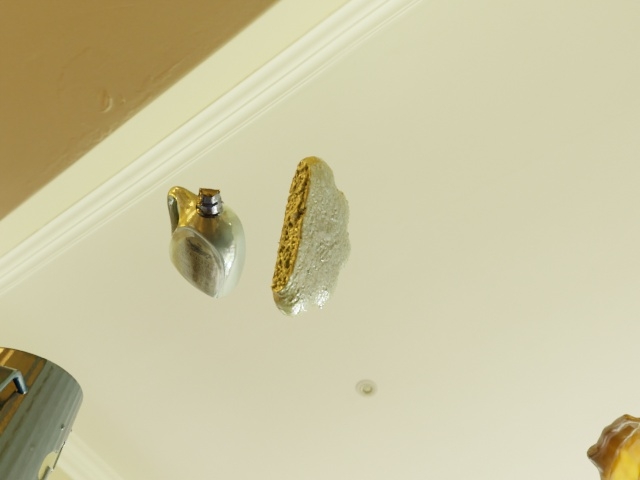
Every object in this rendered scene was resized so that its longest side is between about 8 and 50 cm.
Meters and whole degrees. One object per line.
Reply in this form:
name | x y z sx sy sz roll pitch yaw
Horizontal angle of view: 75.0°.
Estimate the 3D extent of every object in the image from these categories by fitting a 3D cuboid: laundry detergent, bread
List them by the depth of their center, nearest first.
bread | 0.000 0.000 0.763 0.056 0.207 0.287 4 -100 32
laundry detergent | -0.259 -0.017 0.916 0.214 0.105 0.281 35 -40 19

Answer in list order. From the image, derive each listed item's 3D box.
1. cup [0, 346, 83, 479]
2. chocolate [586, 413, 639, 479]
cup | -0.263 0.161 0.306 0.131 0.155 0.177 22 -56 -15
chocolate | 0.343 0.204 0.125 0.444 0.162 0.162 13 -65 23
